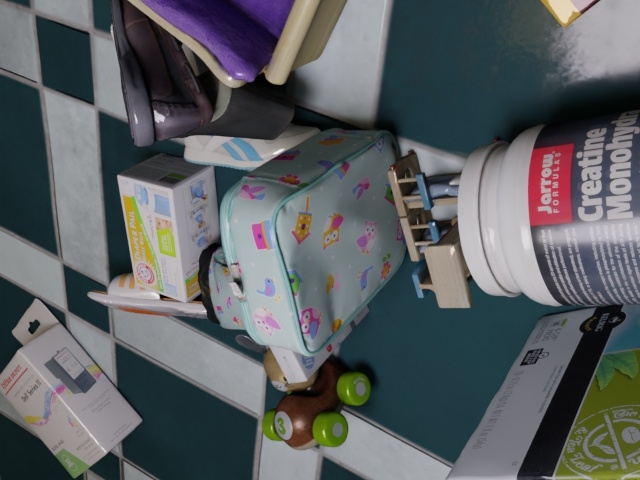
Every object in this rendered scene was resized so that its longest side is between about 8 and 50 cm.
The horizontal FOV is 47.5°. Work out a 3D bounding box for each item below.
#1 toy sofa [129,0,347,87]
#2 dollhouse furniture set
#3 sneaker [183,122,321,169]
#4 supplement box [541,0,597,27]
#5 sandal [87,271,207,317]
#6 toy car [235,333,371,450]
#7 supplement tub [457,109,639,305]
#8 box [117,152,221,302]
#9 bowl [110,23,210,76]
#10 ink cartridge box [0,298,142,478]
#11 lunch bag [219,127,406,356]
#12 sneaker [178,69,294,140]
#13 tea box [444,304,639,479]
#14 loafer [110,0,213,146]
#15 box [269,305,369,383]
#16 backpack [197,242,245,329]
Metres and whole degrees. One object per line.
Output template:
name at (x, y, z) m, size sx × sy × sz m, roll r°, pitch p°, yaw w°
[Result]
toy sofa at (-0.146, -0.351, 0.859) m, size 0.362 × 0.177 × 0.150 m, roll 39°, pitch 130°, yaw 10°
dollhouse furniture set at (0.135, -0.023, 0.847) m, size 0.129 × 0.183 × 0.129 m, roll -4°, pitch 113°, yaw 36°
sneaker at (-0.101, -0.152, 1.003) m, size 0.228 × 0.087 × 0.092 m, roll 6°, pitch 111°, yaw 28°
supplement box at (0.245, -0.333, 0.629) m, size 0.191 × 0.129 × 0.194 m, roll 50°, pitch 132°, yaw 0°
sandal at (-0.268, 0.089, 1.261) m, size 0.265 × 0.102 × 0.076 m, roll 4°, pitch 76°, yaw 10°
toy car at (-0.048, 0.210, 1.106) m, size 0.155 × 0.149 × 0.188 m, roll -12°, pitch 125°, yaw 48°
supplement tub at (0.296, -0.031, 0.726) m, size 0.272 × 0.191 × 0.191 m, roll -5°, pitch 112°, yaw 36°
box at (-0.234, -0.020, 1.156) m, size 0.114 × 0.103 × 0.203 m, roll 15°, pitch 123°, yaw 27°
bowl at (-0.219, -0.270, 1.036) m, size 0.142 × 0.053 × 0.142 m, roll -9°, pitch 108°, yaw 39°
ink cartridge box at (-0.574, 0.322, 1.578) m, size 0.353 × 0.119 × 0.207 m, roll 49°, pitch 132°, yaw 1°
lunch bag at (0.000, 0.000, 0.889) m, size 0.107 × 0.279 × 0.224 m, roll 11°, pitch 124°, yaw 34°
sneaker at (-0.137, -0.160, 0.946) m, size 0.222 × 0.118 × 0.083 m, roll 7°, pitch 85°, yaw 53°
tea box at (0.359, 0.220, 0.735) m, size 0.323 × 0.329 × 0.220 m, roll -16°, pitch 105°, yaw 38°
loafer at (-0.201, -0.226, 0.893) m, size 0.109 × 0.095 × 0.303 m, roll 96°, pitch 160°, yaw -47°
box at (-0.015, 0.085, 1.011) m, size 0.038 × 0.186 × 0.145 m, roll -16°, pitch 105°, yaw 39°
backpack at (-0.095, 0.076, 1.110) m, size 0.181 × 0.115 × 0.152 m, roll 3°, pitch 114°, yaw 30°
